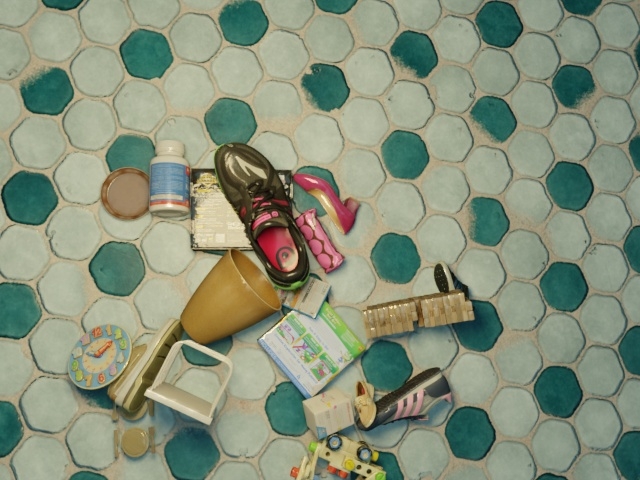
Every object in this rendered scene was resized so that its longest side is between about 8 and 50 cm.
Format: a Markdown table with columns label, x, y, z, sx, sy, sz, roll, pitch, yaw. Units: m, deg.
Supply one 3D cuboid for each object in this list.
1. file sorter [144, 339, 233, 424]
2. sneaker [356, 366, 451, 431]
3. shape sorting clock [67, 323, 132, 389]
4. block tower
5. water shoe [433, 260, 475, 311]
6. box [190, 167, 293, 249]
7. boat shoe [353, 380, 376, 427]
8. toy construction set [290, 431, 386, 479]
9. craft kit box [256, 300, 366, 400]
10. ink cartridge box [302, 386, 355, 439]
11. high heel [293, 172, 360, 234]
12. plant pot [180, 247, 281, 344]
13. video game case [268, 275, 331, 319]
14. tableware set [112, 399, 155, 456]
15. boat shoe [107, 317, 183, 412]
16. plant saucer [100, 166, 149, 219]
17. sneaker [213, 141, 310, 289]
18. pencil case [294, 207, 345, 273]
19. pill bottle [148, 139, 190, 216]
| label | x | y | z | sx | sy | sz | roll | pitch | yaw |
| --- | --- | --- | --- | --- | --- | --- | --- | --- | --- |
| file sorter | -0.363 | 0.395 | 1.750 | 0.193 | 0.277 | 0.173 | 27 | 79 | -3 |
| sneaker | 0.270 | 0.531 | 1.893 | 0.319 | 0.112 | 0.131 | -30 | 94 | -4 |
| shape sorting clock | -0.656 | 0.341 | 1.794 | 0.206 | 0.040 | 0.206 | -10 | 52 | 12 |
| block tower | 0.301 | 0.228 | 1.900 | 0.335 | 0.097 | 0.091 | -11 | 93 | 4 |
| water shoe | 0.436 | 0.156 | 1.978 | 0.080 | 0.073 | 0.203 | -22 | 92 | -29 |
| box | -0.247 | -0.095 | 1.909 | 0.322 | 0.079 | 0.257 | 0 | 83 | -7 |
| boat shoe | 0.130 | 0.498 | 1.856 | 0.059 | 0.170 | 0.063 | 33 | 113 | -16 |
| toy construction set | 0.062 | 0.708 | 1.835 | 0.328 | 0.151 | 0.215 | 25 | 83 | -19 |
| craft kit box | -0.029 | 0.326 | 1.906 | 0.247 | 0.061 | 0.250 | -40 | 90 | -6 |
| ink cartridge box | 0.033 | 0.525 | 1.853 | 0.143 | 0.090 | 0.092 | -17 | 109 | -22 |
| high heel | 0.006 | -0.120 | 1.939 | 0.244 | 0.082 | 0.117 | 30 | 71 | -16 |
| plant pot | -0.287 | 0.192 | 1.819 | 0.254 | 0.237 | 0.237 | -40 | 90 | 7 |
| video game case | -0.064 | 0.163 | 1.896 | 0.166 | 0.015 | 0.119 | 21 | 72 | 18 |
| tableware set | -0.560 | 0.553 | 1.829 | 0.128 | 0.039 | 0.194 | -6 | 82 | 3 |
| boat shoe | -0.526 | 0.355 | 1.813 | 0.103 | 0.113 | 0.302 | 22 | 67 | 18 |
| plant saucer | -0.601 | -0.145 | 1.897 | 0.168 | 0.029 | 0.168 | 1 | 84 | -6 |
| sneaker | -0.156 | -0.085 | 1.779 | 0.185 | 0.202 | 0.482 | -29 | 89 | -9 |
| pencil case | 0.000 | 0.000 | 1.915 | 0.095 | 0.098 | 0.209 | -34 | 91 | -38 |
| pill bottle | -0.465 | -0.191 | 1.865 | 0.124 | 0.124 | 0.221 | 0 | 80 | -7 |
